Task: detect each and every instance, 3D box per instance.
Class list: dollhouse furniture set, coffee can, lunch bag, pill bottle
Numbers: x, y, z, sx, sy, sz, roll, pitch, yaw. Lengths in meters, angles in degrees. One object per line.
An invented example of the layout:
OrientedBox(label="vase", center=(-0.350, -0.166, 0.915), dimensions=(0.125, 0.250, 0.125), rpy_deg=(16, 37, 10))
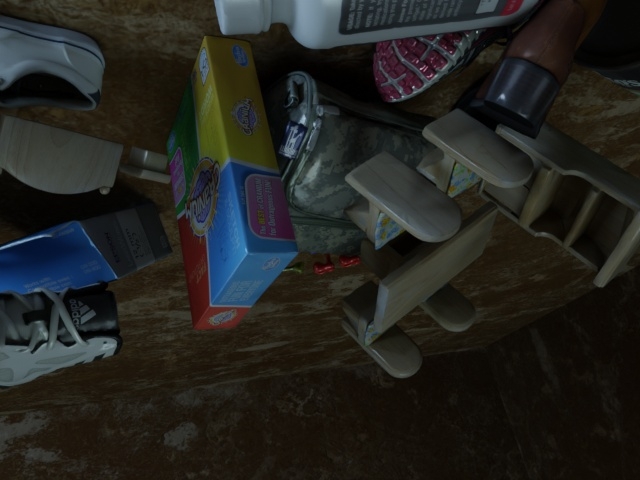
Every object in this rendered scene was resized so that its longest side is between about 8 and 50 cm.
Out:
OrientedBox(label="dollhouse furniture set", center=(-0.419, -0.074, 0.674), dimensions=(0.303, 0.173, 0.356), rpy_deg=(19, -174, 35))
OrientedBox(label="coffee can", center=(0.470, -0.291, 0.779), dimensions=(0.275, 0.201, 0.201), rpy_deg=(7, 149, -39))
OrientedBox(label="lunch bag", center=(0.020, -0.121, 0.899), dimensions=(0.305, 0.212, 0.256), rpy_deg=(7, 146, -37))
OrientedBox(label="pill bottle", center=(0.050, -0.289, 0.582), dimensions=(0.319, 0.176, 0.176), rpy_deg=(-10, 156, -10))
OrientedBox(label="dollhouse furniture set", center=(0.252, 0.014, 0.847), dimensions=(0.394, 0.256, 0.362), rpy_deg=(-34, 149, -24))

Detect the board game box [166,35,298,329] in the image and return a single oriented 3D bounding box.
OrientedBox(label="board game box", center=(-0.134, -0.070, 0.790), dimensions=(0.064, 0.316, 0.242), rpy_deg=(-1, 152, -28))

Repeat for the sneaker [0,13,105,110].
OrientedBox(label="sneaker", center=(-0.373, -0.199, 0.649), dimensions=(0.258, 0.091, 0.094), rpy_deg=(-1, 153, -27))

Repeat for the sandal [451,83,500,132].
OrientedBox(label="sandal", center=(0.287, -0.148, 1.106), dimensions=(0.168, 0.107, 0.445), rpy_deg=(-4, 154, -23))

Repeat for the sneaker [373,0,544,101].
OrientedBox(label="sneaker", center=(0.195, -0.276, 0.761), dimensions=(0.299, 0.120, 0.112), rpy_deg=(-33, 153, 34))

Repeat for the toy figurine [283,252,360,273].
OrientedBox(label="toy figurine", center=(0.000, 0.000, 1.194), dimensions=(0.363, 0.191, 0.217), rpy_deg=(-12, 161, -2))

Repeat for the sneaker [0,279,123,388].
OrientedBox(label="sneaker", center=(-0.404, 0.083, 0.730), dimensions=(0.258, 0.169, 0.447), rpy_deg=(-18, 164, -9))

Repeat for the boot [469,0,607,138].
OrientedBox(label="boot", center=(0.279, -0.266, 0.673), dimensions=(0.280, 0.096, 0.264), rpy_deg=(-62, 165, 12))

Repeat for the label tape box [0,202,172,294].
OrientedBox(label="label tape box", center=(-0.424, 0.040, 0.939), dimensions=(0.249, 0.115, 0.347), rpy_deg=(-18, -172, 9))
